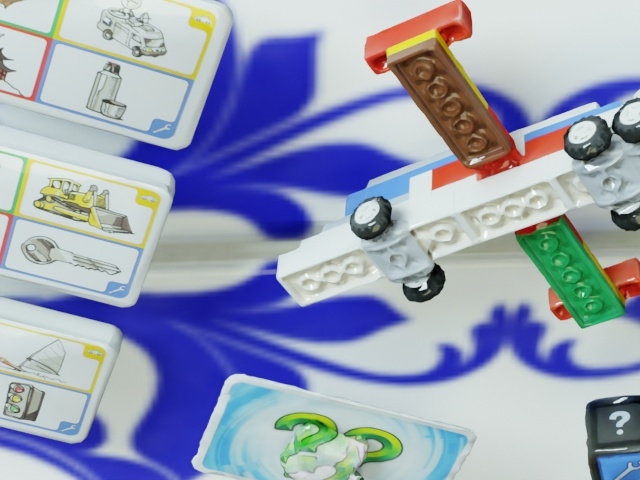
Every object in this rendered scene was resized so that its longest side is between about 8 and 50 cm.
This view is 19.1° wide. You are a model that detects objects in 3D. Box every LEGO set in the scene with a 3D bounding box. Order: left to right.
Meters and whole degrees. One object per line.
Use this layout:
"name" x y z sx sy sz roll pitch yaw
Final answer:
"LEGO set" 0.000 0.000 0.527 0.244 0.060 0.182 15 136 -9
